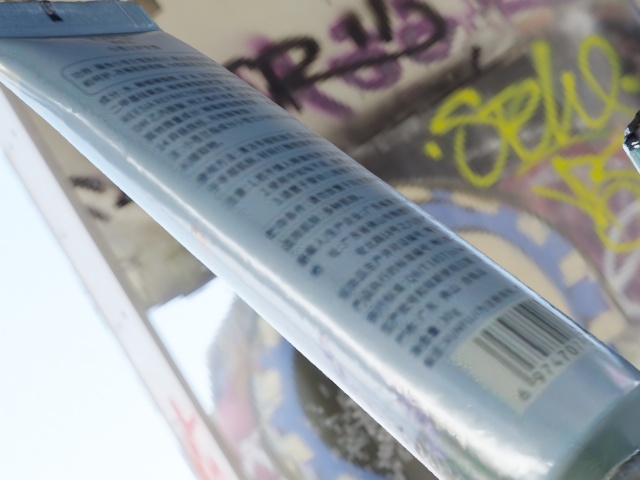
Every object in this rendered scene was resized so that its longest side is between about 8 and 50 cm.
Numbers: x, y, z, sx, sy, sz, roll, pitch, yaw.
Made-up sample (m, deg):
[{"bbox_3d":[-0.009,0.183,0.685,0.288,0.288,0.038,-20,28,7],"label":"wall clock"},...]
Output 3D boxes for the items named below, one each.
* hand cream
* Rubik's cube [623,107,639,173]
[{"bbox_3d":[0.000,0.000,0.443,0.091,0.271,0.058,-16,-42,-51],"label":"hand cream"},{"bbox_3d":[0.317,-0.041,0.703,0.231,0.225,0.221,-29,8,36],"label":"Rubik's cube"}]
